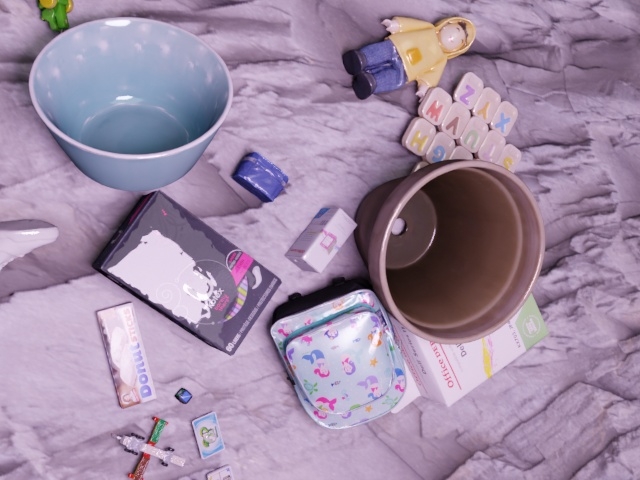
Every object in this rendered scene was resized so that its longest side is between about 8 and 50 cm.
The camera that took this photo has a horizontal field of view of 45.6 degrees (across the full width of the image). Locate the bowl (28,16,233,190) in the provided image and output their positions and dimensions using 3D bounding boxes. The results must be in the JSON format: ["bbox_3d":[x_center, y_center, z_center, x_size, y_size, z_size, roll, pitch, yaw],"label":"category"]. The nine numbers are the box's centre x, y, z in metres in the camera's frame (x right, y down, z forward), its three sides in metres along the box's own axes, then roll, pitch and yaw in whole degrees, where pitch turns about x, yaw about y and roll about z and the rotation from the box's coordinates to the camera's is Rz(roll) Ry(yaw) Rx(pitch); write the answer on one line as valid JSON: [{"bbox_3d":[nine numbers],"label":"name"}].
[{"bbox_3d":[-0.304,-0.203,1.250,0.312,0.163,0.311,6,55,-8],"label":"bowl"}]

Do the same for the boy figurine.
[{"bbox_3d":[0.192,-0.370,1.536,0.285,0.092,0.177,-23,96,-18],"label":"boy figurine"}]

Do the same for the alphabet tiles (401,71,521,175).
[{"bbox_3d":[0.300,-0.191,1.583,0.284,0.021,0.278,30,88,-30],"label":"alphabet tiles"}]

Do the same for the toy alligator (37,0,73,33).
[{"bbox_3d":[-0.454,-0.394,1.288,0.051,0.056,0.189,-4,94,19],"label":"toy alligator"}]

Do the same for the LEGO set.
[{"bbox_3d":[-0.261,0.398,1.379,0.182,0.060,0.244,-18,98,-34],"label":"LEGO set"}]

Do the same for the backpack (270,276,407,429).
[{"bbox_3d":[0.043,0.222,1.417,0.225,0.191,0.253,-21,107,0],"label":"backpack"}]

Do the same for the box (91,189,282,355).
[{"bbox_3d":[-0.233,0.057,1.326,0.270,0.143,0.165,37,76,-18],"label":"box"}]

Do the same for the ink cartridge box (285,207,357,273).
[{"bbox_3d":[0.000,0.000,1.453,0.052,0.088,0.122,44,75,-20],"label":"ink cartridge box"}]

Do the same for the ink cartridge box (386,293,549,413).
[{"bbox_3d":[0.269,0.191,1.549,0.353,0.119,0.207,-31,102,-19],"label":"ink cartridge box"}]

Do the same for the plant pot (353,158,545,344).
[{"bbox_3d":[0.202,-0.005,1.417,0.323,0.280,0.323,-5,104,-19],"label":"plant pot"}]

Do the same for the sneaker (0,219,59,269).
[{"bbox_3d":[-0.534,0.024,1.246,0.212,0.080,0.094,-11,106,-16],"label":"sneaker"}]

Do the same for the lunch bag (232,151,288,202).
[{"bbox_3d":[-0.107,-0.118,1.420,0.098,0.067,0.065,37,77,-19],"label":"lunch bag"}]

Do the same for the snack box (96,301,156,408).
[{"bbox_3d":[-0.343,0.202,1.344,0.064,0.022,0.178,-15,95,-23],"label":"snack box"}]
